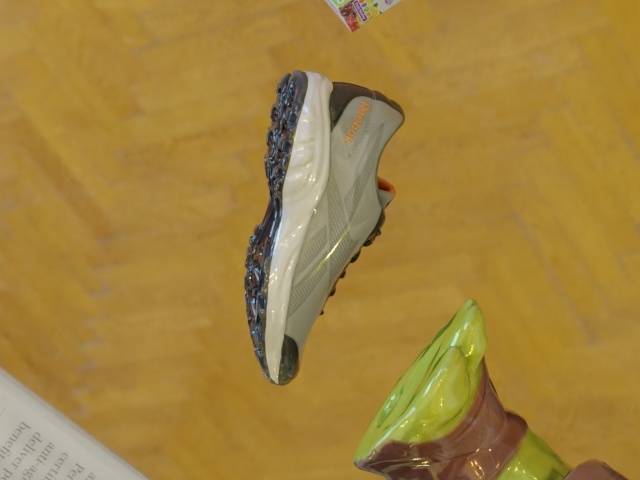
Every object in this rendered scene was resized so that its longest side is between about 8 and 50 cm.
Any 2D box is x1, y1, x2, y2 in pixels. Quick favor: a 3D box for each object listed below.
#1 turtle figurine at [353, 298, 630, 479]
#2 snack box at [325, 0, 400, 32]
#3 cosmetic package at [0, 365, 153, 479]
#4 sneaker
[{"bbox_3d":[0.103,0.108,0.390,0.217,0.269,0.087,33,165,-3],"label":"turtle figurine"},{"bbox_3d":[0.037,-0.263,1.495,0.100,0.141,0.037,-34,133,1],"label":"snack box"},{"bbox_3d":[-0.162,0.248,1.175,0.453,0.161,0.230,39,167,-8],"label":"cosmetic package"},{"bbox_3d":[0.000,0.000,1.294,0.108,0.100,0.271,6,116,-15],"label":"sneaker"}]
